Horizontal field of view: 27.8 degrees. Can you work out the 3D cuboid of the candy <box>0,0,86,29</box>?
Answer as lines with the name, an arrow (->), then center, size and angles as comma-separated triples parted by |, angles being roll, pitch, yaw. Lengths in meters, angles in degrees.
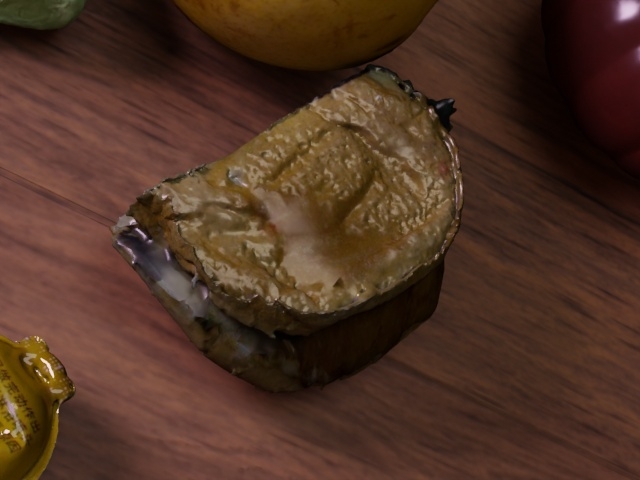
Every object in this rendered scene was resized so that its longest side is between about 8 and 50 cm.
candy -> -0.339, -0.254, 0.963 | 0.344, 0.132, 0.142 | 9, 25, -26

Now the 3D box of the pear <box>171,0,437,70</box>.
pear -> -0.014, -0.270, 1.044 | 0.281, 0.281, 0.280 | 10, 67, -24

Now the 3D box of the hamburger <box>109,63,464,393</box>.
hamburger -> 0.000, 0.000, 1.025 | 0.309, 0.132, 0.211 | -31, 87, -32

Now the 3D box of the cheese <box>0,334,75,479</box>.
cheese -> -0.284, 0.136, 0.860 | 0.250, 0.064, 0.156 | -26, 65, -32

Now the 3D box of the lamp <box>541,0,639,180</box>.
lamp -> 0.349, -0.188, 1.201 | 0.303, 0.257, 0.303 | 9, 66, -22
